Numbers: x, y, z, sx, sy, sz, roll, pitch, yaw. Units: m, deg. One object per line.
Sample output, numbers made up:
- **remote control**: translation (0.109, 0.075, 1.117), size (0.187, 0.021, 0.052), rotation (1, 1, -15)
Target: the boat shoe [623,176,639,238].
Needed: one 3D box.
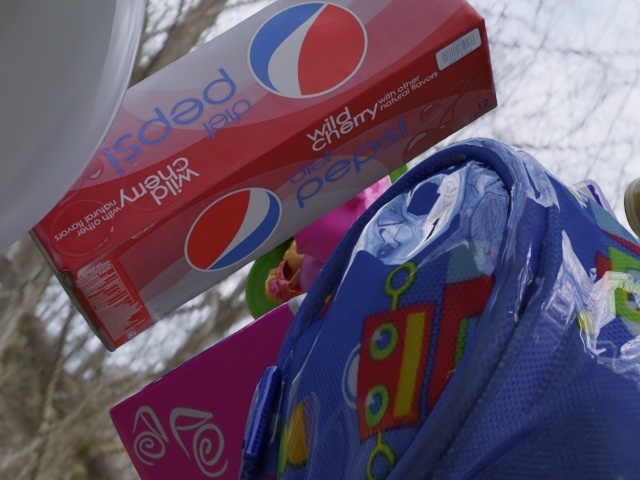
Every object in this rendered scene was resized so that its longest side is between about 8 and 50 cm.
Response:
- **boat shoe**: translation (0.250, -0.017, 0.934), size (0.153, 0.056, 0.048), rotation (10, -25, -22)

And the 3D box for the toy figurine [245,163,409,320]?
- **toy figurine**: translation (0.000, 0.000, 1.024), size (0.130, 0.159, 0.173), rotation (13, -81, -7)

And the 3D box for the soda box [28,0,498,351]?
- **soda box**: translation (-0.036, -0.057, 0.868), size (0.092, 0.263, 0.083), rotation (52, -10, 32)

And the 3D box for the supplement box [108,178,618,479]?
- **supplement box**: translation (0.044, 0.065, 0.625), size (0.111, 0.220, 0.114), rotation (-32, -96, 37)

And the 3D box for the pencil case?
- **pencil case**: translation (0.115, 0.104, 0.420), size (0.306, 0.119, 0.133), rotation (37, -54, -19)

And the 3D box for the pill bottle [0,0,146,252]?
- **pill bottle**: translation (-0.212, -0.095, 0.678), size (0.229, 0.229, 0.408), rotation (47, -9, -11)
